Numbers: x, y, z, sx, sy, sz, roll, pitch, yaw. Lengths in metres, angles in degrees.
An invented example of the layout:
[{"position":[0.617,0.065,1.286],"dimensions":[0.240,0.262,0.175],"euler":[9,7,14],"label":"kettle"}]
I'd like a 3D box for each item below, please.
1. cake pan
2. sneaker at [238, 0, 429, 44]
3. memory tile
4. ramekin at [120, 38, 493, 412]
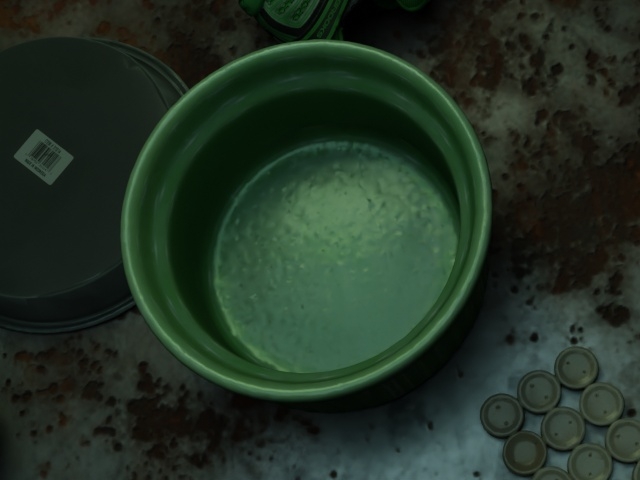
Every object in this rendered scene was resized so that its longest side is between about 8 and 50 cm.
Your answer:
[{"position":[-0.246,-0.062,1.422],"dimensions":[0.293,0.054,0.293],"euler":[-4,71,11],"label":"cake pan"},{"position":[0.072,-0.293,1.408],"dimensions":[0.343,0.134,0.146],"euler":[-40,105,-10],"label":"sneaker"},{"position":[0.209,0.169,1.268],"dimensions":[0.113,0.012,0.148],"euler":[-34,69,0],"label":"memory tile"},{"position":[0.000,0.000,1.296],"dimensions":[0.303,0.148,0.303],"euler":[-4,71,12],"label":"ramekin"}]
